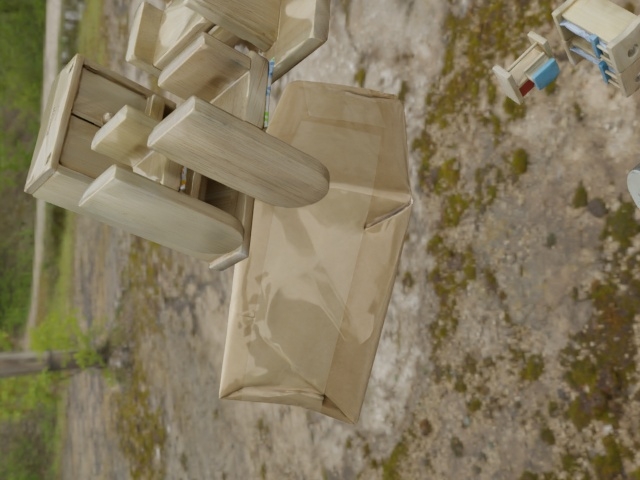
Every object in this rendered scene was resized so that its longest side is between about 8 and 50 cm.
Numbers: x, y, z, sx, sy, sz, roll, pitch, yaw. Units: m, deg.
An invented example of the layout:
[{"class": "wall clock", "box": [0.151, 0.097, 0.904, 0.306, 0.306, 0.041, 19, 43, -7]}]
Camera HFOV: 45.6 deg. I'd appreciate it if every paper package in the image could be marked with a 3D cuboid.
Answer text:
[{"class": "paper package", "box": [0.000, 0.000, 0.928, 0.325, 0.168, 0.310, -81, 1, -63]}]

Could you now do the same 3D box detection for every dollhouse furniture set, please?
[{"class": "dollhouse furniture set", "box": [-0.060, -0.088, 0.499, 0.242, 0.161, 0.212, -27, 50, 44]}, {"class": "dollhouse furniture set", "box": [0.392, -0.262, 1.170, 0.183, 0.129, 0.129, -43, 49, 5]}]

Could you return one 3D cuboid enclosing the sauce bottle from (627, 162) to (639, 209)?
[{"class": "sauce bottle", "box": [0.422, -0.130, 0.649, 0.111, 0.344, 0.111, 52, 177, 4]}]
